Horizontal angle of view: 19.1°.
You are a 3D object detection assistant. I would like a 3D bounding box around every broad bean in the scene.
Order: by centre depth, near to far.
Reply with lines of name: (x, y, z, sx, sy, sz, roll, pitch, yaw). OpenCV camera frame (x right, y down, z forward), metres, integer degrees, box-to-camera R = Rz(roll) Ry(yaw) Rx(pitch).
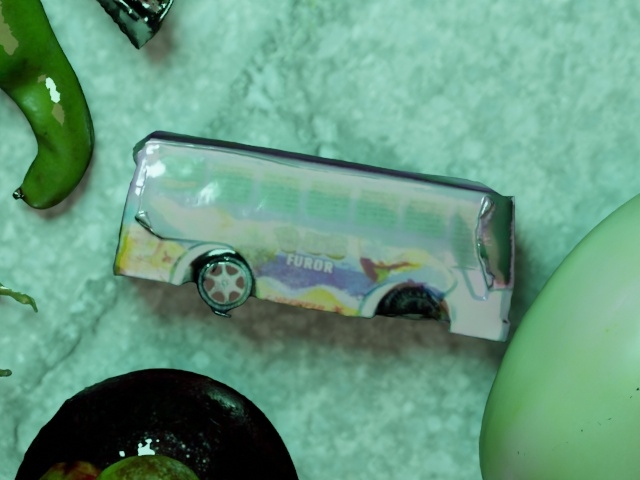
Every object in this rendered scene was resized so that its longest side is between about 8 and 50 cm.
broad bean: (-0.204, -0.124, 1.288, 0.070, 0.048, 0.213, -14, 106, 1)

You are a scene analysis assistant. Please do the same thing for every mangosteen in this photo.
mangosteen: (-0.112, 0.195, 1.263, 0.211, 0.250, 0.211, 0, 97, 0)

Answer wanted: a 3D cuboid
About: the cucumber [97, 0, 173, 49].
cucumber: (-0.185, -0.234, 1.256, 0.067, 0.067, 0.245, -44, 100, 8)

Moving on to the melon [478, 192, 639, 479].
melon: (0.233, 0.102, 1.267, 0.223, 0.223, 0.317, 27, 105, -8)

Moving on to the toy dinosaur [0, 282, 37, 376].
toy dinosaur: (-0.293, 0.032, 1.290, 0.327, 0.113, 0.206, -42, 101, 6)

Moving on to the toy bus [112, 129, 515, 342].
toy bus: (0.000, 0.000, 1.304, 0.274, 0.090, 0.112, 9, 97, -5)
